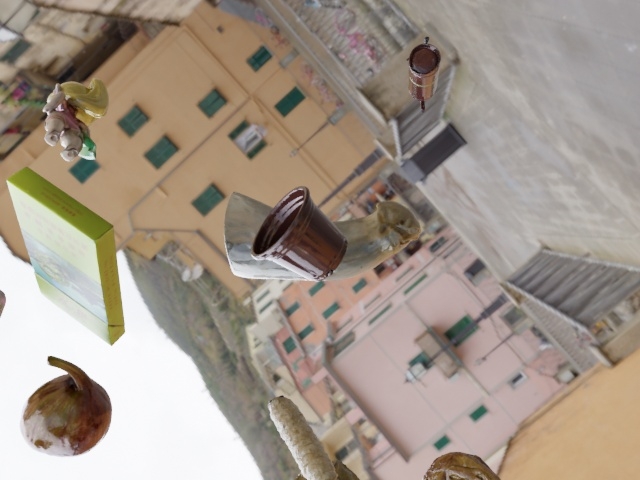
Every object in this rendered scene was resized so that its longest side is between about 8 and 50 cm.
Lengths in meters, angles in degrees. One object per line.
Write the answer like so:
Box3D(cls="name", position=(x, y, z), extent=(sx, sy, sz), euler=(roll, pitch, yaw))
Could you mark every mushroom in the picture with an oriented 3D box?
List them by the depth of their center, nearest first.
Box3D(cls="mushroom", position=(0.001, 0.000, 1.266), extent=(0.126, 0.396, 0.177), euler=(-33, -53, -83))

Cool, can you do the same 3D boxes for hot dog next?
Box3D(cls="hot dog", position=(0.274, 0.484, 1.102), extent=(0.227, 0.160, 0.099), euler=(49, -165, -10))

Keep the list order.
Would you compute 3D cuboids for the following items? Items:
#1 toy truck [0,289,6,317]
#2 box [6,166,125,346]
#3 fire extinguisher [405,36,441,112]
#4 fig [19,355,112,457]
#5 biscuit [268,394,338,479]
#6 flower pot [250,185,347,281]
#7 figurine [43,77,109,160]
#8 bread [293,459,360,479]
Box3D(cls="toy truck", position=(-0.772, 0.195, 1.372), extent=(0.110, 0.216, 0.116), euler=(13, 173, 38))
Box3D(cls="box", position=(-0.427, 0.042, 1.078), extent=(0.187, 0.047, 0.335), euler=(32, 143, 12))
Box3D(cls="fire extinguisher", position=(0.126, -0.202, 0.771), extent=(0.132, 0.039, 0.056), euler=(27, -119, -81))
Box3D(cls="fig", position=(-0.498, 0.331, 1.265), extent=(0.175, 0.207, 0.175), euler=(27, -165, -8))
Box3D(cls="biscuit", position=(-0.030, 0.359, 1.103), extent=(0.219, 0.055, 0.061), euler=(48, 173, 49))
Box3D(cls="flower pot", position=(-0.020, 0.000, 0.791), extent=(0.089, 0.111, 0.111), euler=(36, -169, -21))
Box3D(cls="figurine", position=(-0.303, -0.151, 0.774), extent=(0.083, 0.083, 0.187), euler=(45, -170, -29))
Box3D(cls="bread", position=(-0.011, 0.566, 1.287), extent=(0.267, 0.152, 0.130), euler=(-38, -49, -65))
